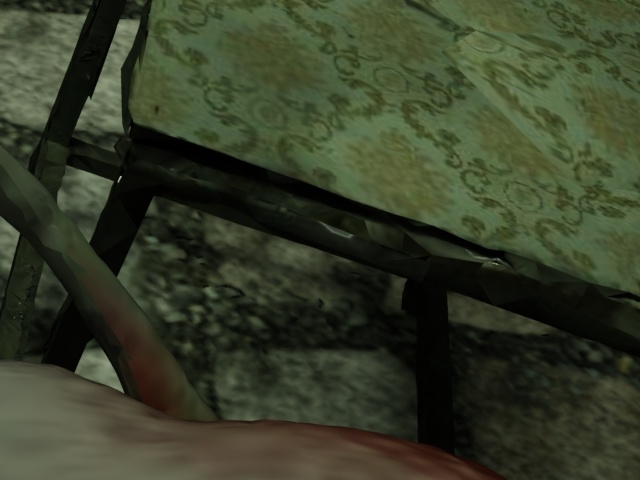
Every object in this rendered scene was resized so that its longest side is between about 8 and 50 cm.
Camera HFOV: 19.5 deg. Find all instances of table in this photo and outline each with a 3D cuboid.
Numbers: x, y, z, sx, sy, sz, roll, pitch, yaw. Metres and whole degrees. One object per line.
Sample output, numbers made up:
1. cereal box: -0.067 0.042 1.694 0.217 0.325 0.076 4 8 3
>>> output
1. table: 0.000 0.000 0.737 0.222 0.272 0.335 19 35 -12

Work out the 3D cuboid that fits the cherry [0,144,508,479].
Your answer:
1. cherry: -0.063 0.190 0.471 0.326 0.291 0.335 26 74 39
